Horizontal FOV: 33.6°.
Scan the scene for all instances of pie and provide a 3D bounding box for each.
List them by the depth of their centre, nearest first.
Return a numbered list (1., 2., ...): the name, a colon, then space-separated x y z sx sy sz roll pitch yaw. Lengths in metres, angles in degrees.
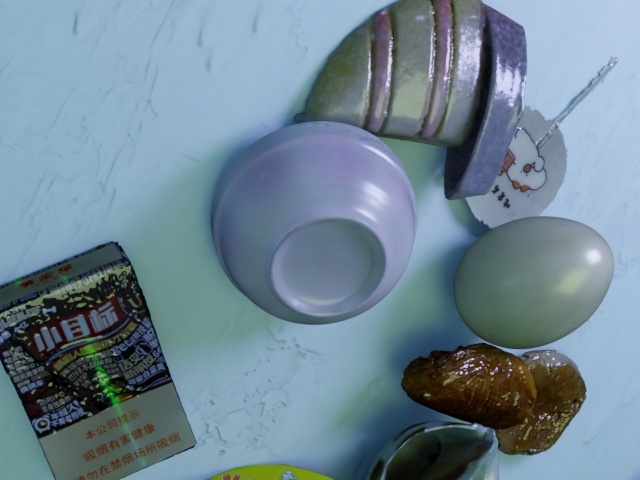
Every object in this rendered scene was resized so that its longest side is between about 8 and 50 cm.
1. pie: 0.347 0.268 1.757 0.195 0.046 0.195 -7 112 -19

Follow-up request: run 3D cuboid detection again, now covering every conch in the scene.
1. conch: 0.142 0.432 1.649 0.249 0.197 0.368 38 85 -20

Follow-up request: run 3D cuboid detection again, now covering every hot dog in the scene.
1. hot dog: 0.224 0.221 1.621 0.227 0.160 0.099 23 56 -40

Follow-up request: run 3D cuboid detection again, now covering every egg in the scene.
1. egg: 0.311 0.059 1.555 0.188 0.253 0.189 21 56 -35

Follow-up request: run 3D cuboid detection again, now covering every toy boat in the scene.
1. toy boat: 0.158 -0.219 1.458 0.293 0.111 0.276 26 93 -19

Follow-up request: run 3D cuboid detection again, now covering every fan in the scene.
1. fan: 0.340 -0.157 1.593 0.329 0.009 0.191 -45 118 -6

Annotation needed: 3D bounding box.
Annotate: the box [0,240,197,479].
1. box: -0.308 0.178 1.430 0.198 0.084 0.310 -22 117 -13

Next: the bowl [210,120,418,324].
1. bowl: 0.000 0.000 1.415 0.287 0.144 0.287 -5 122 -7

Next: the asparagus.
1. asparagus: 0.274 -0.037 1.619 0.024 0.025 0.248 -36 123 28

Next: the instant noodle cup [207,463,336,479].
1. instant noodle cup: -0.074 0.512 1.551 0.311 0.311 0.221 -6 121 -20
